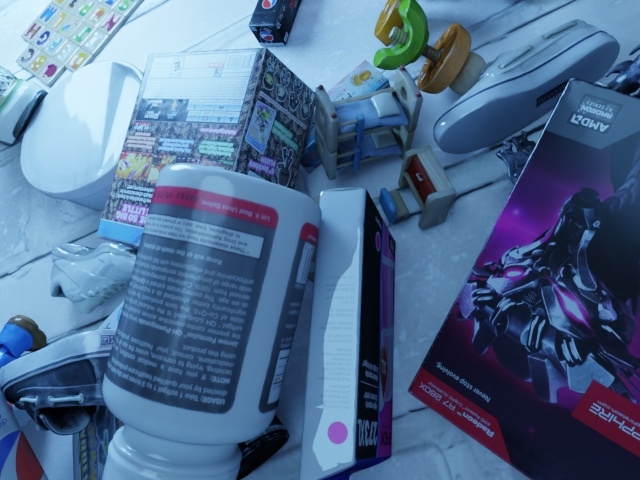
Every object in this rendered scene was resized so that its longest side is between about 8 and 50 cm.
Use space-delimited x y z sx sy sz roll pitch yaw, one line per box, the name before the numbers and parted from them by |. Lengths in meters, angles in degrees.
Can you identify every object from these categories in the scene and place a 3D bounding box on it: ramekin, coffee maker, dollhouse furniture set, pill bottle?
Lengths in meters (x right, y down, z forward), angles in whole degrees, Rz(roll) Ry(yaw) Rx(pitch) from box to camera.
ramekin | -0.383 -0.176 0.885 0.272 0.127 0.273 -8 67 19
coffee maker | -0.146 0.230 0.654 0.171 0.120 0.178 -50 56 27
dollhouse furniture set | 0.082 -0.114 0.659 0.129 0.129 0.184 -17 62 -9
pill bottle | -0.116 0.096 0.509 0.176 0.176 0.319 11 84 24

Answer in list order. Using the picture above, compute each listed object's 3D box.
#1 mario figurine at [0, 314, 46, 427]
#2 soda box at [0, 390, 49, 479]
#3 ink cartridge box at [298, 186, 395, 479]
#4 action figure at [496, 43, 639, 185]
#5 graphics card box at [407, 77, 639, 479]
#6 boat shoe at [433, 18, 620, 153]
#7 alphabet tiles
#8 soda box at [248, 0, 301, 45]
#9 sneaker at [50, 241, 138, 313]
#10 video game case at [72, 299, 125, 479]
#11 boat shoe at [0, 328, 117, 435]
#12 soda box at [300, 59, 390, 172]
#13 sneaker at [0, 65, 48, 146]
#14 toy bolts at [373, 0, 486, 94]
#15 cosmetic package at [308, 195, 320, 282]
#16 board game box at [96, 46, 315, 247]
mario figurine | -0.566 0.264 0.742 0.198 0.170 0.321 -7 42 23
soda box | -0.440 0.310 0.644 0.098 0.091 0.286 -17 100 27
ink cartridge box | 0.039 0.142 0.568 0.069 0.176 0.371 -1 69 20
action figure | 0.356 -0.135 0.564 0.275 0.164 0.141 -34 85 26
graphics card box | 0.269 0.060 0.482 0.232 0.094 0.371 32 107 28
boat shoe | 0.264 -0.216 0.673 0.267 0.096 0.088 -31 58 6
alphabet tiles | -0.572 -0.525 1.163 0.285 0.011 0.342 35 85 28
soda box | -0.075 -0.448 0.917 0.060 0.053 0.169 9 73 25
sneaker | -0.357 0.065 0.812 0.232 0.090 0.115 -2 75 30
video game case | -0.280 0.244 0.668 0.248 0.035 0.275 -38 57 36
boat shoe | -0.332 0.199 0.636 0.301 0.108 0.102 -25 64 34
soda box | 0.027 -0.194 0.774 0.183 0.058 0.063 -39 61 4
sneaker | -0.683 -0.307 0.985 0.410 0.182 0.158 15 71 49
toy bolts | 0.197 -0.344 0.727 0.218 0.158 0.228 -89 25 -57
cosmetic package | 0.000 0.000 0.707 0.041 0.060 0.115 -11 65 17
board game box | -0.164 -0.112 0.726 0.232 0.141 0.291 11 84 32
